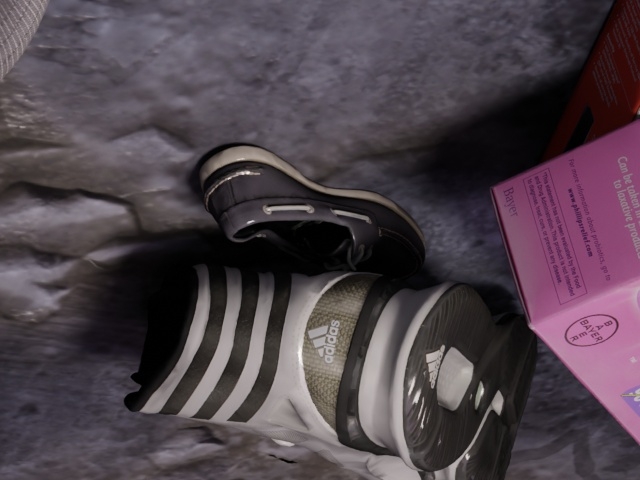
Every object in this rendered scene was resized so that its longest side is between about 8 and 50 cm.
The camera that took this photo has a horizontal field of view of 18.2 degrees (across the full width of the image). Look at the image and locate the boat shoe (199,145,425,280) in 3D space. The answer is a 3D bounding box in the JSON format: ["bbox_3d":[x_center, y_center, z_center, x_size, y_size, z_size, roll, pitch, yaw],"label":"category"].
[{"bbox_3d":[0.000,0.000,1.394,0.075,0.065,0.206,-38,138,28],"label":"boat shoe"}]

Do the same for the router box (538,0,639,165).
[{"bbox_3d":[0.336,-0.075,1.380,0.335,0.082,0.301,0,143,-16],"label":"router box"}]

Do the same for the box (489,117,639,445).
[{"bbox_3d":[0.271,0.010,1.304,0.243,0.117,0.213,-25,142,16],"label":"box"}]

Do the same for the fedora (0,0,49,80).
[{"bbox_3d":[-0.255,-0.194,1.002,0.243,0.124,0.275,-12,136,-5],"label":"fedora"}]

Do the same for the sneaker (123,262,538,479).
[{"bbox_3d":[0.010,0.097,1.498,0.257,0.169,0.447,13,167,17],"label":"sneaker"}]
